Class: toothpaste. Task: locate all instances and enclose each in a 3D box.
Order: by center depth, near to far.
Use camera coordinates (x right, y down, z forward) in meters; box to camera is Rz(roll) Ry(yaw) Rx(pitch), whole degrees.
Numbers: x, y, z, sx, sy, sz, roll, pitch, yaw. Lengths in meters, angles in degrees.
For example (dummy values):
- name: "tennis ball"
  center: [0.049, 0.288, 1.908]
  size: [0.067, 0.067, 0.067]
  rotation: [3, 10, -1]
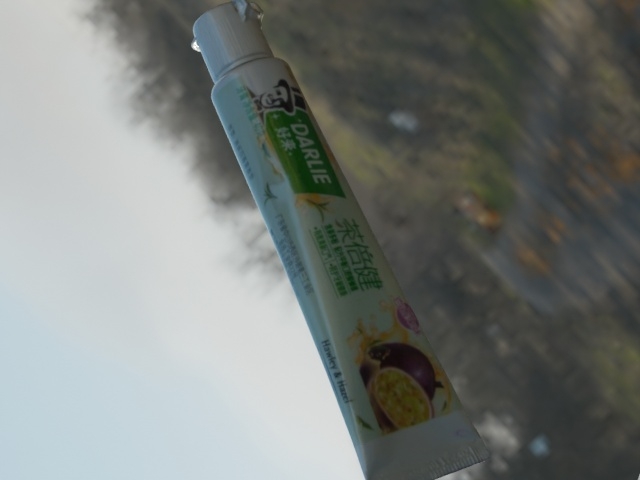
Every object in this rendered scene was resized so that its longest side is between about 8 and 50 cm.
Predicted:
- name: "toothpaste"
  center: [0.000, 0.000, 1.122]
  size: [0.314, 0.058, 0.056]
  rotation: [64, -164, 18]

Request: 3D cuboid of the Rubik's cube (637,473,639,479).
- name: "Rubik's cube"
  center: [0.334, 0.282, 1.222]
  size: [0.310, 0.305, 0.307]
  rotation: [18, 176, 18]
